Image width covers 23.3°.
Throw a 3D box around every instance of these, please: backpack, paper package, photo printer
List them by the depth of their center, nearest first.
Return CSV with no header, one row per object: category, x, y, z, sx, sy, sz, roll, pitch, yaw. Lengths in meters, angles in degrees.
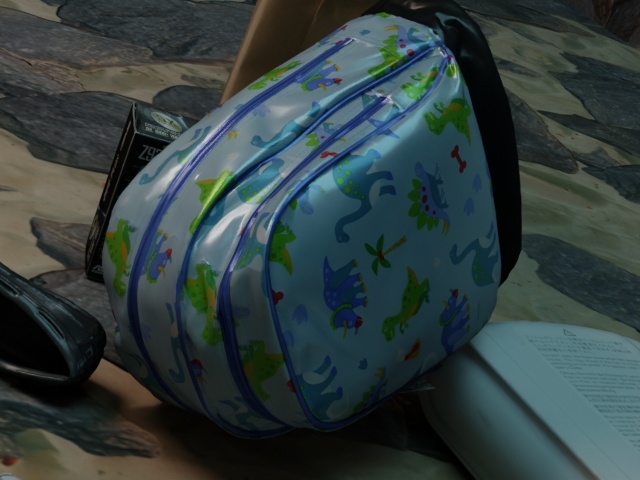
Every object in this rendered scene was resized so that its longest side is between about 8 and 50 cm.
backpack,0.000,0.000,1.211,0.355,0.290,0.273,-22,31,-23
photo printer,0.241,0.173,1.305,0.256,0.107,0.307,6,26,-33
paper package,-0.005,-0.185,1.643,0.168,0.309,0.325,22,22,-7

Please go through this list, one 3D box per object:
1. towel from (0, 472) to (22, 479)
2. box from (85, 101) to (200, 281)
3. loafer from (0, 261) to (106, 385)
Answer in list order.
towel,-0.209,0.241,0.716,0.235,0.121,0.284,1,31,-39
box,-0.104,-0.022,1.388,0.180,0.147,0.077,15,23,-14
loafer,-0.268,0.045,1.170,0.223,0.076,0.078,26,14,2
